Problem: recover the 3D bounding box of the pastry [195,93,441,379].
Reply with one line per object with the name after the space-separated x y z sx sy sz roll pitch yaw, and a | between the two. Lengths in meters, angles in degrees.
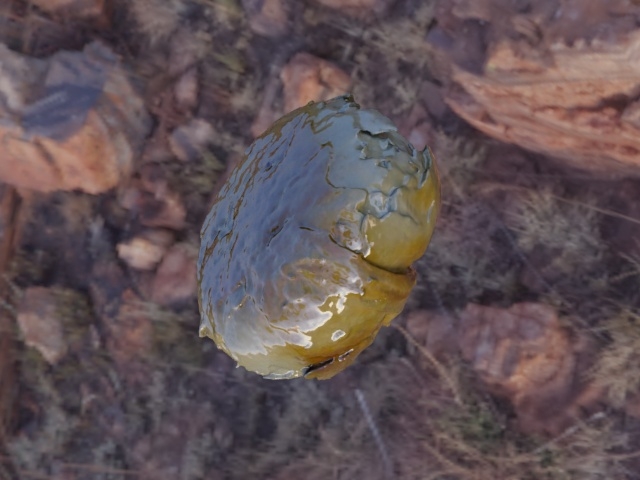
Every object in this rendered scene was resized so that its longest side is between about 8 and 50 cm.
-0.005 0.000 0.604 0.153 0.081 0.153 -36 32 28 | pastry
